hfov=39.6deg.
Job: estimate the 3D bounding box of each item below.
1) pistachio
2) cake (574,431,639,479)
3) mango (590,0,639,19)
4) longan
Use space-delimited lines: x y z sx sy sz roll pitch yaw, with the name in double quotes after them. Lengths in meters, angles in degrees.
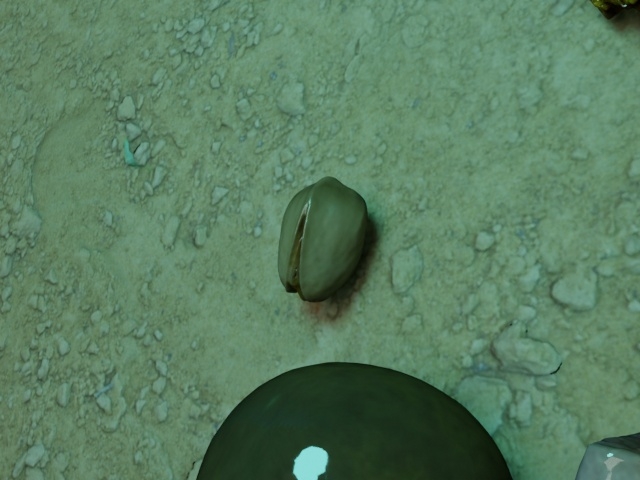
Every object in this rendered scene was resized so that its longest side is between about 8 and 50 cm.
0.000 0.000 1.060 0.113 0.113 0.149 10 81 37 "pistachio"
0.322 0.262 0.651 0.237 0.308 0.230 7 88 33 "cake"
0.361 -0.330 0.865 0.252 0.126 0.154 -34 23 21 "mango"
0.027 0.267 0.870 0.318 0.319 0.319 -9 74 34 "longan"
